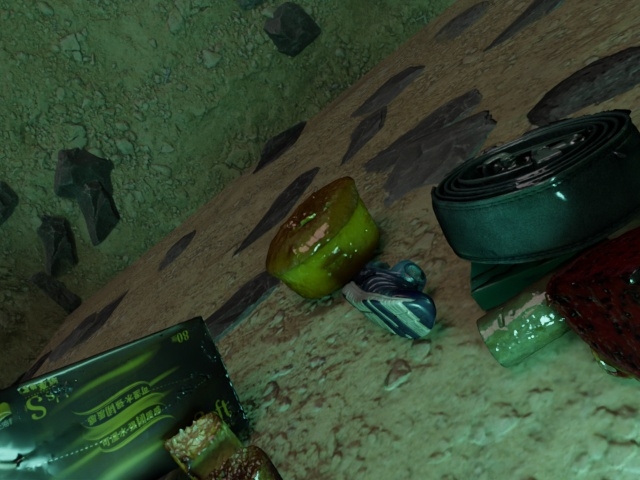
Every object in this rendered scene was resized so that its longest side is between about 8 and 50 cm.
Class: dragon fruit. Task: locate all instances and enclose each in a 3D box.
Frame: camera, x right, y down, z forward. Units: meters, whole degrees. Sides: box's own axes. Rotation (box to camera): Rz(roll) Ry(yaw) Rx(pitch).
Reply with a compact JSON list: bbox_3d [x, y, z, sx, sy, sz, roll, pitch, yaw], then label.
[{"bbox_3d":[0.313,0.043,0.493,0.161,0.121,0.127,-36,4,-14],"label":"dragon fruit"}]

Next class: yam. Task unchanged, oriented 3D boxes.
[{"bbox_3d":[0.252,0.070,0.589,0.169,0.068,0.068,-38,20,15],"label":"yam"}]

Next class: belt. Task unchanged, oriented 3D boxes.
[{"bbox_3d":[0.246,-0.055,0.651,0.206,0.116,0.267,-38,15,-31],"label":"belt"}]

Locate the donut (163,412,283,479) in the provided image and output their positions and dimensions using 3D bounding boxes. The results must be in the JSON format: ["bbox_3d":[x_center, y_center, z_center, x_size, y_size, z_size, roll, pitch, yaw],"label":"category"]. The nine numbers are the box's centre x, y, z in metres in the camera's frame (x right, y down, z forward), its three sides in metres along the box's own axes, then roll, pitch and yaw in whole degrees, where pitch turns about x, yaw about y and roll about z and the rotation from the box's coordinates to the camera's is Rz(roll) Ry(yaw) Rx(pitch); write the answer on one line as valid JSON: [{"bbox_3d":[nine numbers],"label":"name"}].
[{"bbox_3d":[-0.109,0.301,0.688,0.085,0.141,0.217,-41,26,-24],"label":"donut"}]

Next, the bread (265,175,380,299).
[{"bbox_3d":[0.000,0.000,1.087,0.268,0.146,0.268,-39,17,14],"label":"bread"}]

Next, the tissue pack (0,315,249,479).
[{"bbox_3d":[-0.318,0.275,0.821,0.370,0.210,0.198,-19,-11,-44],"label":"tissue pack"}]

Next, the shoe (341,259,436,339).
[{"bbox_3d":[0.108,0.074,0.803,0.106,0.091,0.207,-50,18,-6],"label":"shoe"}]

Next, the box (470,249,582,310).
[{"bbox_3d":[0.282,-0.018,0.743,0.160,0.042,0.226,-30,23,32],"label":"box"}]
